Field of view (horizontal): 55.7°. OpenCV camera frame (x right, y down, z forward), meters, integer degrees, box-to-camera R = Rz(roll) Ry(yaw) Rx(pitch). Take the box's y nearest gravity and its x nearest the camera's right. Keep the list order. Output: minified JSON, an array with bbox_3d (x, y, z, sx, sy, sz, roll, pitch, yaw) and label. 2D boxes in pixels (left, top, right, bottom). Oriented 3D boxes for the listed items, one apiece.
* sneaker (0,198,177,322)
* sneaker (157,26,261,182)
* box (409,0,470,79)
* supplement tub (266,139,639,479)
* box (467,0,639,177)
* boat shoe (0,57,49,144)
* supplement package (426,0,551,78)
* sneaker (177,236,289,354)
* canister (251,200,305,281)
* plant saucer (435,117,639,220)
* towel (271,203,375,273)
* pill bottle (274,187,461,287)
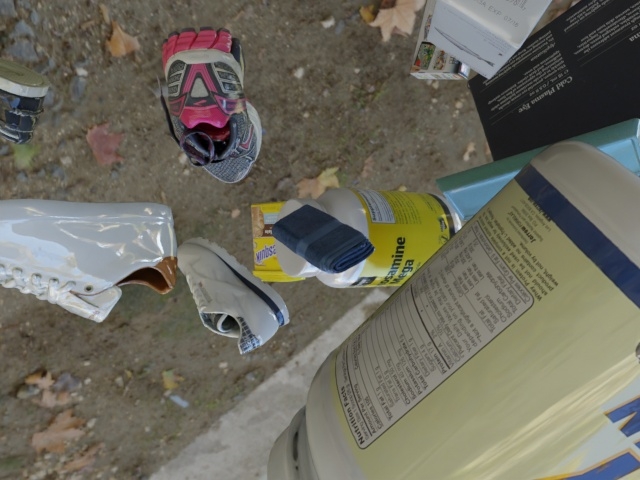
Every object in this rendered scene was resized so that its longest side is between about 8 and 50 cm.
[{"bbox_3d":[-0.277,0.027,0.624,0.290,0.123,0.106,-5,166,-38],"label":"sneaker"},{"bbox_3d":[-0.141,-0.138,0.773,0.120,0.112,0.299,-5,164,0],"label":"sneaker"},{"bbox_3d":[0.246,-0.412,1.146,0.036,0.114,0.207,11,94,-47],"label":"box"},{"bbox_3d":[0.138,0.118,0.435,0.235,0.235,0.325,27,114,-40],"label":"supplement tub"},{"bbox_3d":[0.450,-0.201,0.957,0.178,0.313,0.343,25,137,-38],"label":"box"},{"bbox_3d":[-0.412,-0.183,0.679,0.084,0.233,0.079,-39,154,-60],"label":"boat shoe"},{"bbox_3d":[0.199,-0.273,0.704,0.105,0.179,0.105,33,98,3],"label":"supplement package"},{"bbox_3d":[-0.156,0.076,0.906,0.095,0.235,0.090,-41,142,-25],"label":"sneaker"},{"bbox_3d":[-0.095,0.002,1.329,0.073,0.126,0.170,-5,93,-49],"label":"canister"},{"bbox_3d":[0.212,-0.061,0.589,0.192,0.018,0.067,-15,139,30],"label":"plant saucer"},{"bbox_3d":[0.000,0.000,0.690,0.067,0.119,0.029,-30,129,-25],"label":"towel"},{"bbox_3d":[0.091,-0.004,1.158,0.333,0.188,0.188,0,123,-30],"label":"pill bottle"}]
